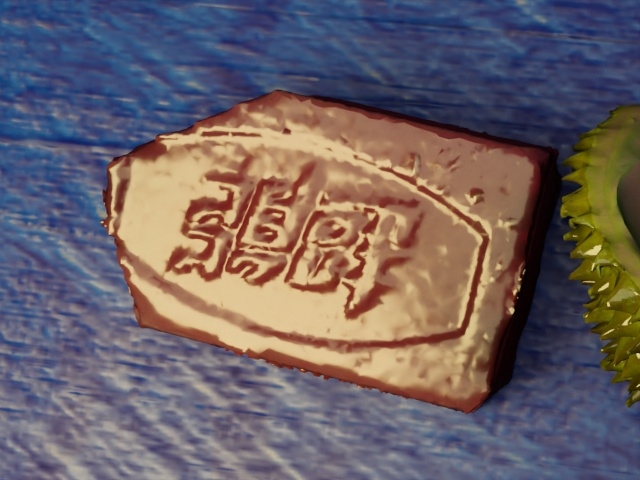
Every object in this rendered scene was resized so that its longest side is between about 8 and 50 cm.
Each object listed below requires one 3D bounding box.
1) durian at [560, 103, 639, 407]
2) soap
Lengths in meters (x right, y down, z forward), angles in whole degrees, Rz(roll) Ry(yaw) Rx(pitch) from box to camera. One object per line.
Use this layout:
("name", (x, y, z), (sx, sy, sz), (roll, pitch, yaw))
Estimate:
("durian", (0.259, 0.060, 1.029), (0.352, 0.158, 0.169), (39, 83, 16))
("soap", (0.000, 0.000, 1.115), (0.250, 0.099, 0.162), (13, 96, 13))
